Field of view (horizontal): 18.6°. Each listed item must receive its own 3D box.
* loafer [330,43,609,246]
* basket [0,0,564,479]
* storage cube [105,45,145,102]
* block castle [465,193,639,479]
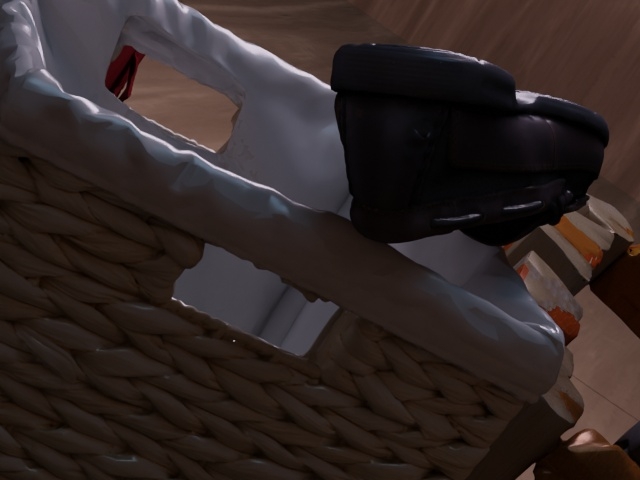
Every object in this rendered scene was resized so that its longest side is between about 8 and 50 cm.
[{"bbox_3d":[0.076,-0.037,1.032,0.109,0.095,0.302,7,-2,22],"label":"loafer"},{"bbox_3d":[-0.099,0.028,1.097,0.328,0.266,0.331,27,17,-23],"label":"basket"},{"bbox_3d":[-0.256,-0.160,1.532,0.215,0.183,0.193,34,16,1],"label":"storage cube"},{"bbox_3d":[0.180,0.171,1.349,0.303,0.213,0.453,45,21,-2],"label":"block castle"}]
